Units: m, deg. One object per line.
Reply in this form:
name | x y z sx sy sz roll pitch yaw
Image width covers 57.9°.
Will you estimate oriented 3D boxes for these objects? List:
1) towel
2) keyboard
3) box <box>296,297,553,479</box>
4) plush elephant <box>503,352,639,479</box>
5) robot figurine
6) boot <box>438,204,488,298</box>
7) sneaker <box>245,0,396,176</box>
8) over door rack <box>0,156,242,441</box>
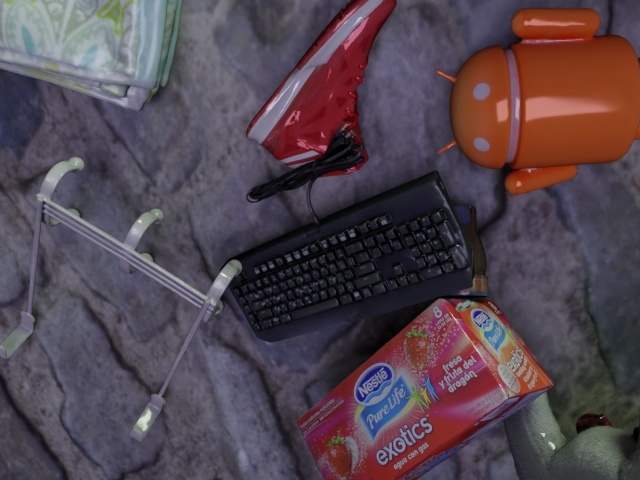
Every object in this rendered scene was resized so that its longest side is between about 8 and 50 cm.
towel | -0.292 -0.355 0.602 0.320 0.090 0.375 15 109 2
keyboard | 0.000 0.000 0.644 0.317 0.033 0.202 -22 94 36
box | 0.111 0.188 0.661 0.257 0.128 0.123 -47 57 27
plush elephant | 0.378 0.280 0.648 0.271 0.255 0.330 -22 67 52
robot figurine | 0.227 -0.134 0.583 0.219 0.158 0.128 -2 65 8
boot | 0.088 0.015 0.693 0.219 0.082 0.106 0 81 19
sneaker | 0.030 -0.160 0.636 0.128 0.087 0.221 39 121 -14
over door rack | -0.260 0.078 0.737 0.239 0.108 0.324 32 122 -2
